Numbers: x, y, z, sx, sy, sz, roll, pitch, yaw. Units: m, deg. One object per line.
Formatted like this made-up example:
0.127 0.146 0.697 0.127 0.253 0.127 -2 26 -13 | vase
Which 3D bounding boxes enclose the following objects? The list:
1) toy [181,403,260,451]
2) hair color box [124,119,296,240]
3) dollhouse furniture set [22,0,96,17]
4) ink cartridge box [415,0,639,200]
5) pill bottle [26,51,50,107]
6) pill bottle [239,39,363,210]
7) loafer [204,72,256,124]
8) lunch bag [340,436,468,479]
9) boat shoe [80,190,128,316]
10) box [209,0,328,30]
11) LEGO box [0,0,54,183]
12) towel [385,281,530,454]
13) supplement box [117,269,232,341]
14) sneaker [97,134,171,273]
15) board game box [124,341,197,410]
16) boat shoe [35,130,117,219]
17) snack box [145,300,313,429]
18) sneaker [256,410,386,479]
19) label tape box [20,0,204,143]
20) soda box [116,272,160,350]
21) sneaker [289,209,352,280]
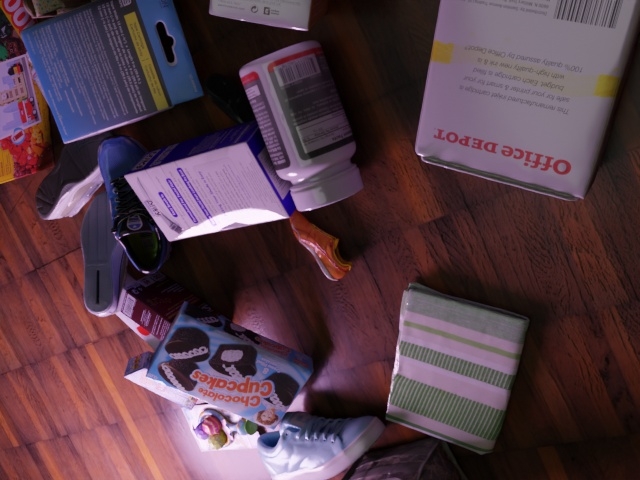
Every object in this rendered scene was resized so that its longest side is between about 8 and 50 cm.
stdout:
-0.264 0.486 1.768 0.237 0.056 0.137 -17 99 34 | toy
-0.220 -0.120 1.439 0.338 0.110 0.185 -10 123 31 | hair color box
-0.552 -0.577 1.475 0.181 0.101 0.161 -4 107 31 | dollhouse furniture set
0.324 -0.290 1.051 0.279 0.160 0.385 19 118 23 | ink cartridge box
-0.610 -0.371 1.601 0.087 0.087 0.160 -24 96 35 | pill bottle
-0.029 -0.210 1.287 0.161 0.161 0.283 -13 103 33 | pill bottle
-0.165 -0.270 1.414 0.170 0.062 0.061 45 164 -1 | loafer
0.140 0.554 1.423 0.235 0.287 0.169 -27 95 36 | lunch bag
-0.518 0.033 1.676 0.109 0.094 0.302 3 82 4 | boat shoe
-0.058 -0.540 1.116 0.168 0.215 0.345 11 117 4 | box
-0.827 -0.376 1.551 0.193 0.372 0.500 14 116 24 | LEGO box
0.262 0.262 1.388 0.247 0.038 0.325 16 115 22 | towel
-0.346 0.177 1.644 0.239 0.130 0.073 32 120 14 | supplement box
-0.409 -0.076 1.549 0.129 0.147 0.330 -17 110 -6 | sneaker
-0.370 0.314 1.702 0.194 0.060 0.194 21 125 -17 | board game box
-0.570 -0.157 1.669 0.320 0.103 0.118 -41 68 29 | boat shoe
-0.200 0.283 1.540 0.321 0.060 0.187 26 111 -14 | snack box
-0.021 0.450 1.566 0.366 0.135 0.150 -34 94 34 | sneaker
-0.421 -0.376 1.465 0.347 0.115 0.249 -15 102 15 | label tape box
-0.449 0.180 1.743 0.216 0.069 0.074 40 124 11 | soda box
0.000 0.000 1.427 0.067 0.064 0.175 -40 93 15 | sneaker
